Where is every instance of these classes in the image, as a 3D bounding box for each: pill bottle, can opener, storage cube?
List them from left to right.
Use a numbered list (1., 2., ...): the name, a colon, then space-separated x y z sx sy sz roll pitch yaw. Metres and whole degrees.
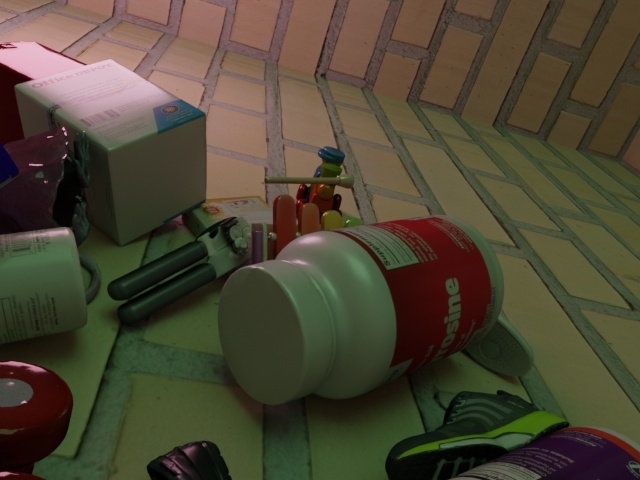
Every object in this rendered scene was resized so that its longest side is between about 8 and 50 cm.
1. pill bottle: -0.406 0.062 0.699 0.229 0.131 0.131 -9 36 -26
2. storage cube: -0.571 -0.276 1.191 0.193 0.183 0.215 25 27 11
3. can opener: -0.205 0.041 0.921 0.093 0.074 0.280 -9 17 40
4. pill bottle: 0.068 0.091 0.856 0.407 0.229 0.229 -10 38 -43
5. pill bottle: 0.213 0.308 0.588 0.323 0.181 0.181 -4 34 -38

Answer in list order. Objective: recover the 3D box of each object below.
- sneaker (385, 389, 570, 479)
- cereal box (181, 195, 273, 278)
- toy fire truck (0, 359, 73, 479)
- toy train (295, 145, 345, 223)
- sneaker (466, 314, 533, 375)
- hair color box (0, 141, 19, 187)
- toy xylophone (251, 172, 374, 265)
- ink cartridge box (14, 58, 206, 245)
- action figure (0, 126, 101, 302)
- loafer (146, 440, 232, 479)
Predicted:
1. sneaker: 0.191 0.264 0.772 0.300 0.111 0.121 4 18 -37
2. cereal box: -0.133 -0.005 1.109 0.173 0.047 0.240 -6 36 -36
3. toy fire truck: -0.315 0.213 0.402 0.254 0.169 0.302 9 21 -27
4. toy train: 0.008 -0.102 1.279 0.105 0.143 0.248 15 26 -6
5. sneaker: 0.293 0.134 1.073 0.256 0.094 0.151 37 29 31
6. hair color box: -0.518 -0.020 0.615 0.339 0.110 0.185 -19 23 13
7. toy xylophone: 0.000 0.000 1.017 0.323 0.236 0.081 -11 8 -39
8. ink cartridge box: -0.367 -0.168 1.058 0.270 0.197 0.198 33 46 26
9. action figure: -0.519 -0.054 0.851 0.370 0.276 0.248 -8 26 -8
10. loafer: -0.104 0.284 0.555 0.078 0.076 0.223 -5 30 -30
